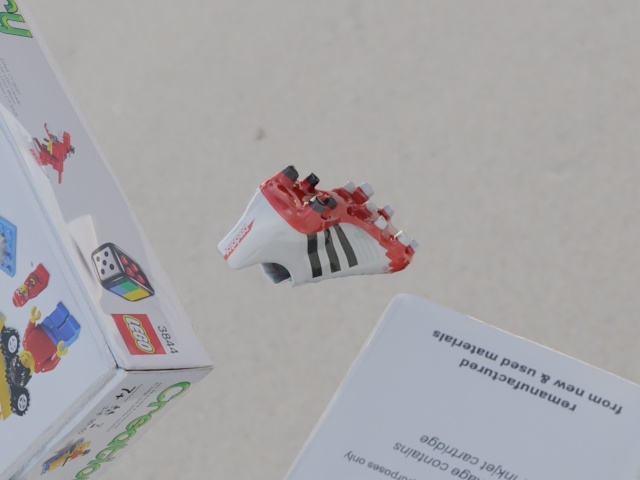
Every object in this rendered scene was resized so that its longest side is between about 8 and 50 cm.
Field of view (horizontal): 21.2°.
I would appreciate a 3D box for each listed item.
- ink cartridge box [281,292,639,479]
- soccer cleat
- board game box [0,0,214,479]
[{"bbox_3d":[0.019,0.202,0.643,0.122,0.211,0.289,22,59,20],"label":"ink cartridge box"},{"bbox_3d":[0.000,0.000,0.514,0.035,0.083,0.029,-43,65,17],"label":"soccer cleat"},{"bbox_3d":[-0.180,-0.017,0.695,0.193,0.053,0.305,-43,62,29],"label":"board game box"}]
